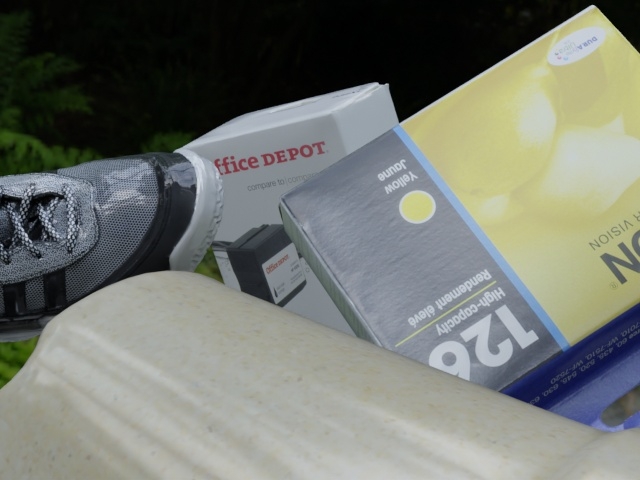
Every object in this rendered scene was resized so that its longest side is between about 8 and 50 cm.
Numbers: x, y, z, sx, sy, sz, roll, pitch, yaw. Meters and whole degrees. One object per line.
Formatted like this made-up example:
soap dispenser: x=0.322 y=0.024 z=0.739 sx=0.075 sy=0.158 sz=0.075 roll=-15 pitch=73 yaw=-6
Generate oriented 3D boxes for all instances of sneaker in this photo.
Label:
sneaker: x=-0.197 y=-0.003 z=0.602 sx=0.268 sy=0.101 sz=0.153 roll=-17 pitch=-24 yaw=23

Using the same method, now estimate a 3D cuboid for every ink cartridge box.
ink cartridge box: x=0.000 y=0.000 z=1.200 sx=0.223 sy=0.308 sz=0.129 roll=-9 pitch=16 yaw=35
ink cartridge box: x=0.173 y=0.014 z=0.779 sx=0.303 sy=0.072 sz=0.307 roll=-32 pitch=64 yaw=-8

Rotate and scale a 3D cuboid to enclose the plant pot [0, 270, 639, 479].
plant pot: x=-0.005 y=0.172 z=0.489 sx=0.305 sy=0.334 sz=0.333 roll=28 pitch=22 yaw=29
